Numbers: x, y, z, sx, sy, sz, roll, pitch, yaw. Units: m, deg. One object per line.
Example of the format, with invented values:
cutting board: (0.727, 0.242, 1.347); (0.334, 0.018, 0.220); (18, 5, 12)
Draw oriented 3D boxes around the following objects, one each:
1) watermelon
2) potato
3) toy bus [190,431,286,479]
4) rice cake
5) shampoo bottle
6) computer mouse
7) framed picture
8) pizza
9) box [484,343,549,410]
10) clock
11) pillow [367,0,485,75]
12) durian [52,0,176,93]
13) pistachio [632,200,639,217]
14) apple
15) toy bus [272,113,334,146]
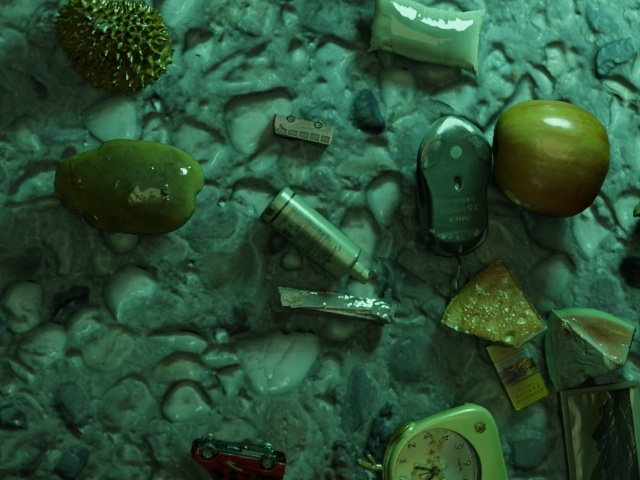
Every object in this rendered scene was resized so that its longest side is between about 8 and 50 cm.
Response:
watermelon: (0.594, 0.242, 1.897); (0.207, 0.202, 0.136); (-9, 127, -6)
potato: (-0.382, -0.107, 1.774); (0.296, 0.141, 0.192); (1, 84, -6)
toy bus: (-0.171, 0.456, 1.806); (0.195, 0.081, 0.089); (12, 95, -8)
rice cake: (0.027, 0.139, 1.865); (0.269, 0.049, 0.055); (6, 64, -8)
shampoo bottle: (0.000, 0.000, 1.850); (0.262, 0.085, 0.085); (40, 83, -5)
computer mouse: (0.277, -0.076, 1.897); (0.167, 0.090, 0.380); (-4, 100, -13)
framed picture: (0.627, 0.448, 1.951); (0.192, 0.018, 0.266); (-7, 88, -10)
pizza: (0.363, 0.166, 1.901); (0.204, 0.080, 0.188); (-33, 69, -5)
box: (0.426, 0.282, 1.928); (0.086, 0.023, 0.155); (-25, 90, -6)
clock: (0.229, 0.479, 1.852); (0.307, 0.096, 0.235); (-11, 90, -9)
pillow: (0.232, -0.453, 1.909); (0.253, 0.078, 0.144); (11, 86, -7)
durian: (-0.415, -0.403, 1.792); (0.249, 0.138, 0.183); (5, 78, -14)
pistachio: (0.789, -0.069, 1.945); (0.206, 0.131, 0.130); (-25, 83, -4)
apple: (0.472, -0.173, 1.862); (0.241, 0.242, 0.242); (13, 85, -5)
toy bus: (-0.037, -0.234, 1.882); (0.130, 0.037, 0.052); (12, 90, -9)
